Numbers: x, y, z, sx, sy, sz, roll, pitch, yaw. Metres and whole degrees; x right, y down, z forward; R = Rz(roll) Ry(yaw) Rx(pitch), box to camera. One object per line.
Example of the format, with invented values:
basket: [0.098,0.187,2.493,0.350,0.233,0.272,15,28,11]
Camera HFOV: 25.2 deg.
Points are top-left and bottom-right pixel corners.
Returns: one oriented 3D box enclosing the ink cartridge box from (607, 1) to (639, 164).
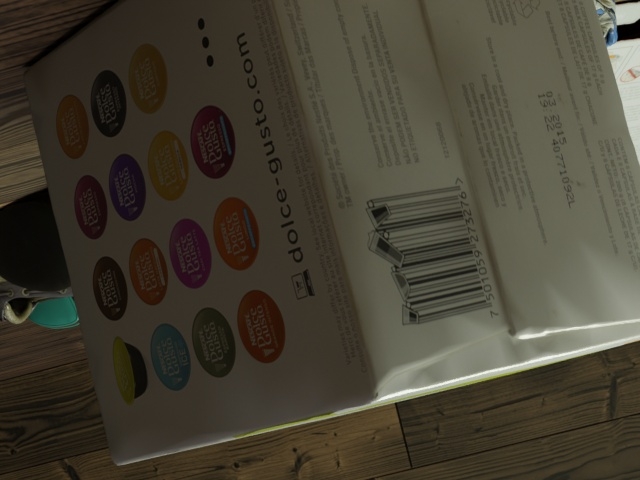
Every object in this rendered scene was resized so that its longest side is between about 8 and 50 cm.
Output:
ink cartridge box: [0.288,-0.176,1.635,0.308,0.091,0.385,-11,151,-22]

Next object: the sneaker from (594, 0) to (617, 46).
sneaker: [0.249,-0.208,1.362,0.052,0.058,0.135,-19,170,36]

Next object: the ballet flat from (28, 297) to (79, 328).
ballet flat: [-0.381,0.088,2.355,0.247,0.083,0.087,-18,-174,40]

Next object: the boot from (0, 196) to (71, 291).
boot: [-0.271,-0.018,1.691,0.305,0.112,0.115,-14,-166,35]

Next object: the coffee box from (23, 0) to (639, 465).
coffee box: [0.016,-0.035,1.141,0.338,0.338,0.334,-9,172,-41]

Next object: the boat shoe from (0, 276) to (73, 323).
boat shoe: [-0.446,0.075,2.057,0.285,0.092,0.103,-17,170,20]
